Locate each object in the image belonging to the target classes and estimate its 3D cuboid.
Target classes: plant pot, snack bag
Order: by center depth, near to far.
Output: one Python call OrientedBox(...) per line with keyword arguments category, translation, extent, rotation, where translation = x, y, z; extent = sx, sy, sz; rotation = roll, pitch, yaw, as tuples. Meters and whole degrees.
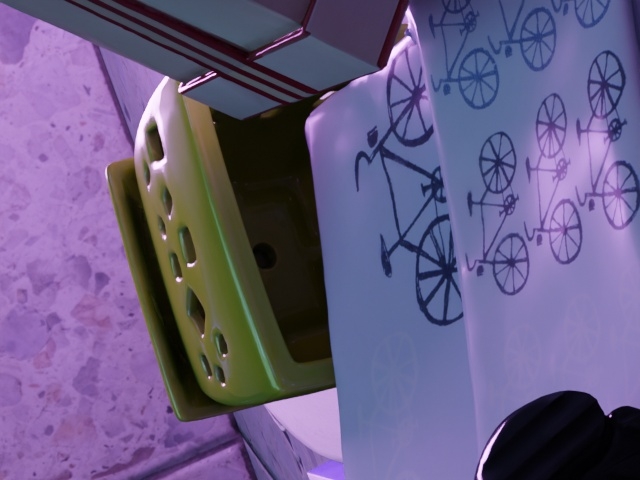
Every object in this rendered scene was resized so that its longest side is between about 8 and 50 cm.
OrientedBox(category="snack bag", translation=(0.079, 0.005, 0.961), extent=(0.342, 0.037, 0.323), rotation=(-34, 58, 56))
OrientedBox(category="plant pot", translation=(-0.013, -0.002, 1.236), extent=(0.207, 0.228, 0.227), rotation=(-32, 73, 57))

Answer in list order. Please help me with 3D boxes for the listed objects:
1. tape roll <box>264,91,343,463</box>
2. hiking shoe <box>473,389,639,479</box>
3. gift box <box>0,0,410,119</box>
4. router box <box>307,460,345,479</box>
OrientedBox(category="tape roll", translation=(0.000, 0.000, 1.509), extent=(0.392, 0.072, 0.392), rotation=(39, 139, 46))
OrientedBox(category="hiking shoe", translation=(0.202, 0.162, 0.766), extent=(0.304, 0.113, 0.132), rotation=(26, 152, 6))
OrientedBox(category="gift box", translation=(-0.040, -0.230, 0.947), extent=(0.258, 0.276, 0.255), rotation=(25, 174, -18))
OrientedBox(category="router box", translation=(0.136, 0.352, 1.653), extent=(0.335, 0.082, 0.301), rotation=(0, 112, 66))
